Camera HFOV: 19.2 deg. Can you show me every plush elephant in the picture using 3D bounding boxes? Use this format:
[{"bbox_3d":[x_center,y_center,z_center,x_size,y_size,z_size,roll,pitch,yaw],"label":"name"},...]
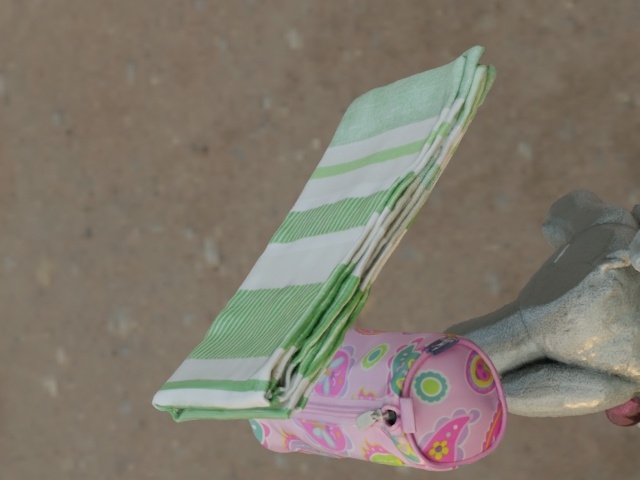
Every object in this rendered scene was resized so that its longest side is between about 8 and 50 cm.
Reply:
[{"bbox_3d":[0.314,0.107,1.793,0.255,0.272,0.330,48,155,-14],"label":"plush elephant"}]

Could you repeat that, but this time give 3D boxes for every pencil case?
[{"bbox_3d":[0.041,0.141,1.701,0.284,0.124,0.124,-1,94,57],"label":"pencil case"}]

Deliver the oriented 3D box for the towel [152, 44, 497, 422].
[{"bbox_3d":[0.000,0.000,1.474,0.325,0.038,0.248,-59,18,-19],"label":"towel"}]
